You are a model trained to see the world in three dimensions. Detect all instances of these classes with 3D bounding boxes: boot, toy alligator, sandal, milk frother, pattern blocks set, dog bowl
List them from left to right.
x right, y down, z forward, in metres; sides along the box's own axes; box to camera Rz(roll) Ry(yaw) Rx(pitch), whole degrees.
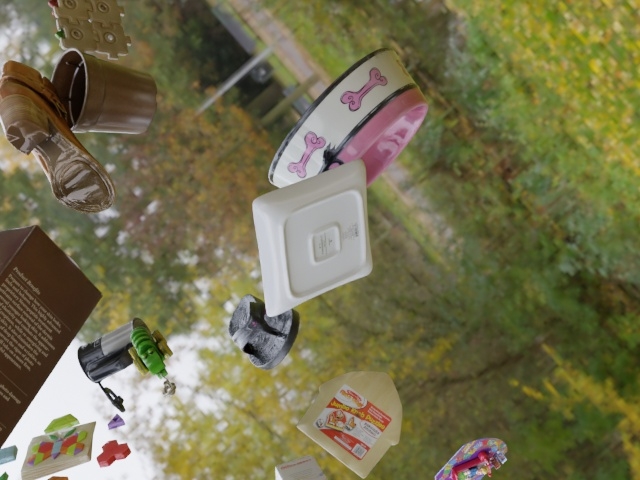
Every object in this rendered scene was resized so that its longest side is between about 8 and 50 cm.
[{"bbox_3d":[-0.492,-0.192,1.920,0.283,0.109,0.220,41,-163,-41],"label":"boot"},{"bbox_3d":[-0.615,0.495,2.445,0.285,0.325,0.026,-129,19,-63],"label":"pattern blocks set"},{"bbox_3d":[-0.388,0.252,2.063,0.143,0.135,0.129,54,-166,-36],"label":"milk frother"},{"bbox_3d":[-0.259,0.174,1.577,0.051,0.056,0.189,57,174,-29],"label":"toy alligator"},{"bbox_3d":[-0.175,0.222,2.642,0.107,0.167,0.446,26,174,-21],"label":"sandal"},{"bbox_3d":[0.077,-0.231,2.336,0.150,0.408,0.408,44,-178,9],"label":"dog bowl"}]

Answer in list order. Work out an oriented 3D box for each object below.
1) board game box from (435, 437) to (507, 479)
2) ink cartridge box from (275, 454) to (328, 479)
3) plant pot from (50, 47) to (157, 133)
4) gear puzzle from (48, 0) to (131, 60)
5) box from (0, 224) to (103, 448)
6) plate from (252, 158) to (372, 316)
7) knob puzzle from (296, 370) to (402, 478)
[{"bbox_3d":[0.323,0.483,2.184,0.133,0.168,0.033,17,-150,-37],"label":"board game box"},{"bbox_3d":[-0.033,0.515,2.171,0.122,0.089,0.052,-128,31,-50],"label":"ink cartridge box"},{"bbox_3d":[-0.418,-0.279,2.026,0.165,0.167,0.167,5,-148,-38],"label":"plant pot"},{"bbox_3d":[-0.513,-0.469,2.302,0.176,0.044,0.338,-2,-112,-38],"label":"gear puzzle"},{"bbox_3d":[-0.558,0.175,1.761,0.143,0.381,0.191,-5,133,40],"label":"box"},{"bbox_3d":[0.000,0.000,2.127,0.045,0.278,0.277,29,134,48],"label":"plate"},{"bbox_3d":[0.078,0.345,2.057,0.213,0.213,0.030,50,171,23],"label":"knob puzzle"}]
